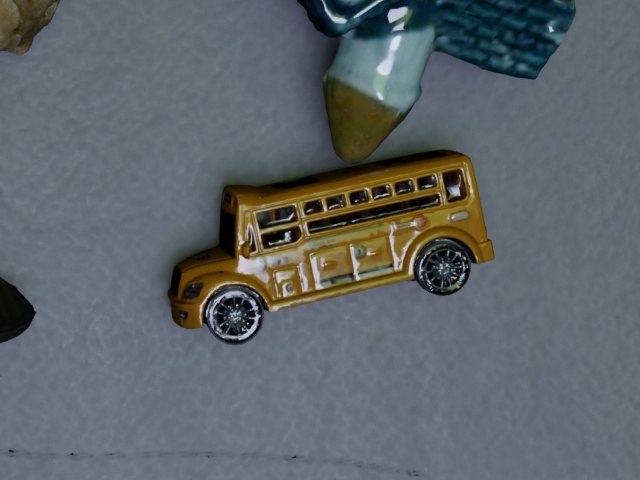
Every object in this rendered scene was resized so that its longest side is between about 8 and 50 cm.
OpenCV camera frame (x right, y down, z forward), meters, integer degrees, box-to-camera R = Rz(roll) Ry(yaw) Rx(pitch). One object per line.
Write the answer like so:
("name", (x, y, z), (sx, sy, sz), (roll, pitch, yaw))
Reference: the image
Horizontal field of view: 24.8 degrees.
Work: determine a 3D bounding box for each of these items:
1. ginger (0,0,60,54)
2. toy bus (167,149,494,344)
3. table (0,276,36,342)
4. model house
("ginger", (-0.140, -0.231, 0.881), (0.089, 0.075, 0.288), (40, 76, -48))
("toy bus", (0.000, 0.000, 0.885), (0.194, 0.083, 0.088), (-12, 99, -11))
("table", (-0.338, 0.089, 0.766), (0.317, 0.317, 0.249), (30, 96, -8))
("model house", (0.051, -0.190, 0.877), (0.253, 0.184, 0.291), (19, 96, -13))
